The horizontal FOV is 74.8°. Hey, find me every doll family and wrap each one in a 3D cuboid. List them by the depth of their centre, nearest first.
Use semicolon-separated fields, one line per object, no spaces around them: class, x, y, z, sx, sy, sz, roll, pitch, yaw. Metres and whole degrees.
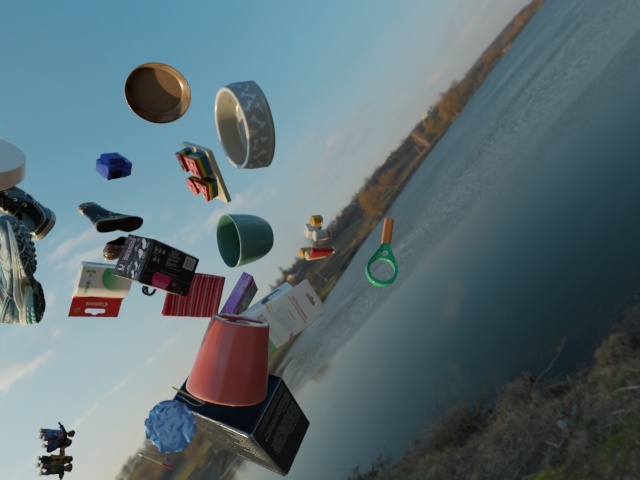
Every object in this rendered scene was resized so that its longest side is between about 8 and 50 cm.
doll family;-0.859;0.685;1.371;0.076;0.193;0.111;-36;-38;28

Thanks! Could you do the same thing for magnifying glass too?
magnifying glass;0.191;0.032;1.245;0.026;0.092;0.231;90;-168;-61

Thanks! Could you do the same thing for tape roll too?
tape roll;-1.210;-0.270;1.385;0.072;0.392;0.392;-70;-11;24

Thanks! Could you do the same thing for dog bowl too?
dog bowl;-0.300;-0.435;1.605;0.102;0.348;0.349;-20;-20;-29

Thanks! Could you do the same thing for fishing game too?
fishing game;-0.538;0.666;1.503;0.041;0.189;0.264;94;-163;-83

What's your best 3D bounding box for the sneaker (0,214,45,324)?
sneaker;-0.769;0.080;1.020;0.110;0.122;0.283;-151;58;-66

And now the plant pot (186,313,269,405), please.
plant pot;-0.287;0.383;1.396;0.275;0.275;0.243;68;-147;-86

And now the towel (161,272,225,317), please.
towel;-0.546;0.239;1.825;0.275;0.031;0.198;14;-92;-46

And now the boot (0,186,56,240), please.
boot;-1.180;-0.154;1.552;0.138;0.377;0.284;-51;-35;-9

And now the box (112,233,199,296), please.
box;-0.598;0.094;1.542;0.247;0.142;0.163;40;-118;-60

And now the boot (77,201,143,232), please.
boot;-0.947;-0.112;1.896;0.236;0.179;0.085;-12;-49;-60

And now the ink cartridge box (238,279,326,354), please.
ink cartridge box;-0.175;0.338;1.928;0.353;0.207;0.119;-34;18;-12

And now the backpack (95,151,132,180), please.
backpack;-0.833;-0.306;1.711;0.120;0.098;0.101;-21;-35;-53

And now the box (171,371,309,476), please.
box;-0.371;0.844;2.037;0.297;0.480;0.471;-58;-36;-38

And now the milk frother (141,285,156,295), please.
milk frother;-0.706;0.214;1.890;0.143;0.134;0.129;-17;44;7

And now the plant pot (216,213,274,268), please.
plant pot;-0.398;-0.011;2.282;0.235;0.293;0.293;-10;-31;-36

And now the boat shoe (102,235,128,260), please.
boat shoe;-0.809;0.019;1.714;0.207;0.073;0.073;-76;0;-75

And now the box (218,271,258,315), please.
box;-0.406;0.318;2.028;0.201;0.057;0.293;92;-157;-64

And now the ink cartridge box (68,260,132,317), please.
ink cartridge box;-0.816;0.195;1.561;0.181;0.056;0.224;11;-79;-41

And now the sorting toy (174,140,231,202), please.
sorting toy;-0.541;-0.294;1.883;0.089;0.257;0.255;-36;-51;-27

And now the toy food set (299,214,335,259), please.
toy food set;0.000;0.000;1.599;0.105;0.111;0.232;-8;-40;-24

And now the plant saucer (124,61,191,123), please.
plant saucer;-0.519;-0.473;1.339;0.198;0.199;0.036;-54;39;25
